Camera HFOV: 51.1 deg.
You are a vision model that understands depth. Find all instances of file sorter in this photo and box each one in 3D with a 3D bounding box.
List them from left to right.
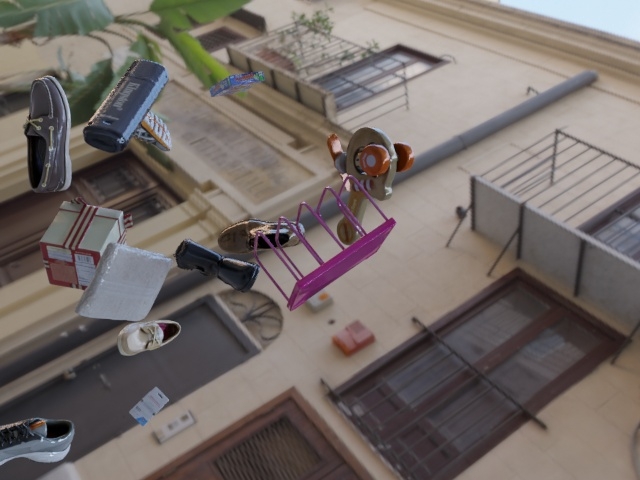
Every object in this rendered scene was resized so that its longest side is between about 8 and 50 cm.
[{"bbox_3d":[0.000,0.000,1.651,0.182,0.291,0.202,52,-20,12],"label":"file sorter"}]

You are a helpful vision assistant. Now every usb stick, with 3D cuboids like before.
[{"bbox_3d":[-0.340,-0.245,1.191,0.278,0.077,0.045,-80,-168,-50],"label":"usb stick"}]

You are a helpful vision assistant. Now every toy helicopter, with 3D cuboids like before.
[{"bbox_3d":[0.102,-0.154,1.899,0.235,0.140,0.354,35,-58,34],"label":"toy helicopter"}]

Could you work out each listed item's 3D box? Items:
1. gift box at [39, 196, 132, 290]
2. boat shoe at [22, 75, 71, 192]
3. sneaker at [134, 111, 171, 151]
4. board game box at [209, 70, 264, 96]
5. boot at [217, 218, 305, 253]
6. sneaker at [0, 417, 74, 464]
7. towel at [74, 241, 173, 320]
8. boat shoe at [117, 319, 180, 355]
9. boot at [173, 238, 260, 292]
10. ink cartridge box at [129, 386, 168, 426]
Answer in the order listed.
[{"bbox_3d":[-0.835,0.003,2.423,0.258,0.255,0.276,-80,-176,-48],"label":"gift box"},{"bbox_3d":[-0.772,-0.294,1.872,0.117,0.097,0.324,9,-74,28],"label":"boat shoe"},{"bbox_3d":[-0.485,-0.305,1.775,0.215,0.083,0.084,41,23,-32],"label":"sneaker"},{"bbox_3d":[-0.311,-0.575,2.469,0.201,0.136,0.035,-4,-79,60],"label":"board game box"},{"bbox_3d":[-0.209,-0.009,2.100,0.306,0.115,0.112,-6,-81,25],"label":"boot"},{"bbox_3d":[-0.692,0.447,1.518,0.108,0.272,0.100,-55,-129,25],"label":"sneaker"},{"bbox_3d":[-0.477,0.105,1.647,0.049,0.187,0.282,24,-3,18],"label":"towel"},{"bbox_3d":[-0.345,0.191,1.363,0.170,0.059,0.062,-20,99,-70],"label":"boat shoe"},{"bbox_3d":[-0.311,0.070,1.958,0.207,0.094,0.246,26,-11,-25],"label":"boot"},{"bbox_3d":[-0.404,0.390,1.580,0.048,0.083,0.028,46,-15,-1],"label":"ink cartridge box"}]
